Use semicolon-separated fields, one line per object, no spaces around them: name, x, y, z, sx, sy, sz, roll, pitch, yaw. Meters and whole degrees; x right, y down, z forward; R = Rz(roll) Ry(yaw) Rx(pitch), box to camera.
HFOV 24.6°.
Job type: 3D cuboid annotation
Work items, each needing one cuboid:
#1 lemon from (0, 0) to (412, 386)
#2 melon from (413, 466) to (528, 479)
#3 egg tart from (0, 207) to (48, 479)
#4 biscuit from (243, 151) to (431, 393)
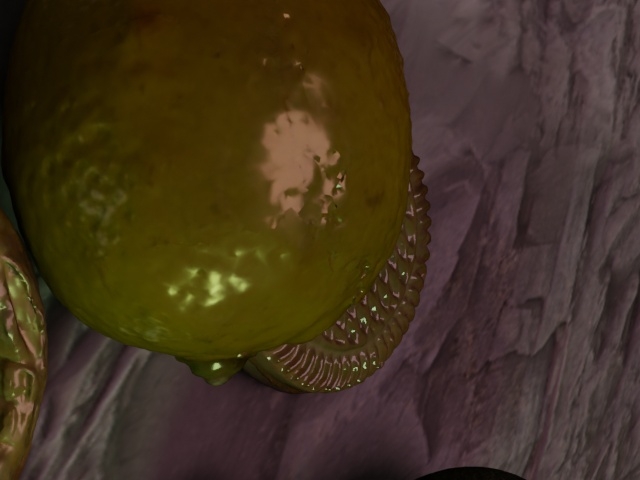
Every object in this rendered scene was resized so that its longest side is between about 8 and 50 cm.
lemon;-0.068;-0.069;0.884;0.260;0.260;0.284;40;58;-47
melon;0.117;0.306;1.167;0.302;0.237;0.238;-48;133;-70
egg tart;-0.264;0.078;0.769;0.279;0.095;0.279;-12;106;-48
biscuit;0.000;0.000;1.120;0.259;0.079;0.259;-4;95;-53
